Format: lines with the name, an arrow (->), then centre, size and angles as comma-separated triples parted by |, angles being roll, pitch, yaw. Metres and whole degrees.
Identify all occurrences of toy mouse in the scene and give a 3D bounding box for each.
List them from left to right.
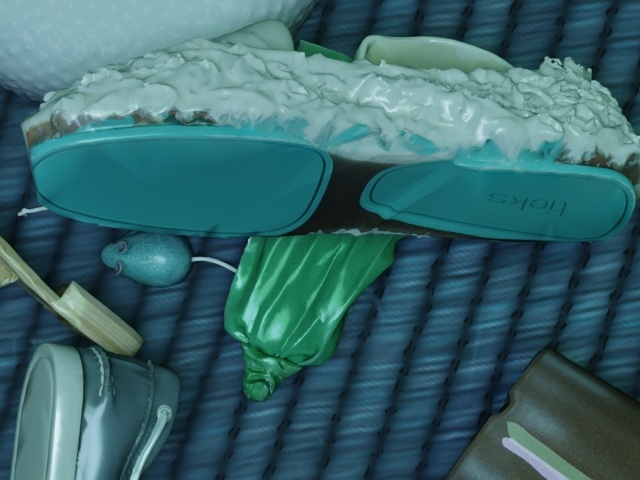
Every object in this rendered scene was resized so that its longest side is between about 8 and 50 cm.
toy mouse -> -0.101, -0.020, 1.263 | 0.161, 0.031, 0.143 | -43, 90, 3

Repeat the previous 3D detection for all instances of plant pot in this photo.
plant pot -> 0.175, 0.164, 1.207 | 0.165, 0.167, 0.167 | 37, 86, 10

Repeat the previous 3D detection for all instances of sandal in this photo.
sandal -> -0.233, 0.024, 1.236 | 0.240, 0.088, 0.079 | 38, 80, -4

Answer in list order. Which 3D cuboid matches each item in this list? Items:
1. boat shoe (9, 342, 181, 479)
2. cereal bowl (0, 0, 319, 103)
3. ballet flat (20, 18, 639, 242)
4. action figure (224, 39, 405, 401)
boat shoe -> -0.150, 0.227, 1.213 | 0.099, 0.116, 0.319 | 4, 94, -26
cereal bowl -> -0.143, -0.257, 1.231 | 0.339, 0.141, 0.339 | 0, 87, 0
ballet flat -> 0.009, -0.071, 1.179 | 0.409, 0.147, 0.147 | 5, 86, -19
action figure -> 0.000, 0.000, 1.254 | 0.137, 0.063, 0.232 | 25, 82, -1
